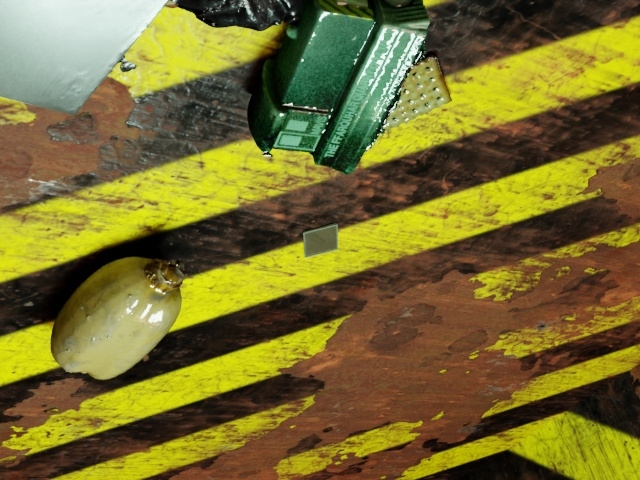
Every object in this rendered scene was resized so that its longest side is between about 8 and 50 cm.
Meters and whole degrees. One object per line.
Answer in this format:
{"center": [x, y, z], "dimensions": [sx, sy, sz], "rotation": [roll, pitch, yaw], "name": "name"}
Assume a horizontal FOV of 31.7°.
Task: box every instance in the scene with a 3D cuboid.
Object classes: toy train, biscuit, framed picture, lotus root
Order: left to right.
{"center": [-0.335, 0.118, 1.910], "dimensions": [0.169, 0.151, 0.343], "rotation": [21, 132, -32], "name": "lotus root"}
{"center": [0.000, 0.000, 2.042], "dimensions": [0.066, 0.006, 0.089], "rotation": [-14, 150, -6], "name": "framed picture"}
{"center": [0.020, -0.232, 1.539], "dimensions": [0.178, 0.138, 0.330], "rotation": [5, 140, -21], "name": "toy train"}
{"center": [0.099, -0.210, 1.737], "dimensions": [0.203, 0.016, 0.144], "rotation": [-24, 150, 8], "name": "biscuit"}

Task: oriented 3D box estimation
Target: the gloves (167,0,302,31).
{"center": [-0.123, -0.304, 1.366], "dimensions": [0.181, 0.106, 0.129], "rotation": [-21, 153, -4], "name": "gloves"}

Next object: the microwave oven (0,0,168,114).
{"center": [-0.267, -0.363, 1.054], "dimensions": [0.374, 0.236, 0.432], "rotation": [13, 138, -42], "name": "microwave oven"}
